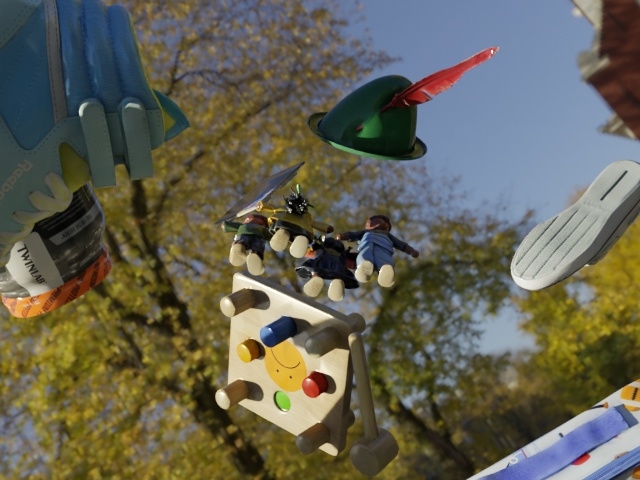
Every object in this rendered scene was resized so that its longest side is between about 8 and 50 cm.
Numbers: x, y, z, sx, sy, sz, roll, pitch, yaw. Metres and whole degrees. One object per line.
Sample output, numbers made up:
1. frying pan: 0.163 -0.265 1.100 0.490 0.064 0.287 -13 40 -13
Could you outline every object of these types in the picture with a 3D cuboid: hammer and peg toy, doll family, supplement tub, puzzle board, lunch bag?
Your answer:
1. hammer and peg toy: -0.009 0.213 1.619 0.127 0.361 0.266 -24 -54 -47
2. doll family: 0.000 0.000 0.985 0.111 0.193 0.076 -81 16 -67
3. supplement tub: -0.435 -0.076 1.374 0.207 0.338 0.207 -20 21 8
4. puzzle board: -0.085 -0.065 1.414 0.096 0.011 0.128 -19 20 45
5. lunch bag: 0.258 0.280 0.983 0.303 0.115 0.243 -32 -49 0

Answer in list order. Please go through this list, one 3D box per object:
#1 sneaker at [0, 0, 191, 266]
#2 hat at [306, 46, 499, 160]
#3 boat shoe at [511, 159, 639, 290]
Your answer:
1. sneaker: -0.206 -0.035 0.721 0.208 0.319 0.127 7 9 -16
2. hat: 0.100 -0.228 1.410 0.208 0.173 0.184 3 -63 -23
3. boat shoe: 0.331 -0.003 1.223 0.226 0.083 0.076 -39 -48 -13
